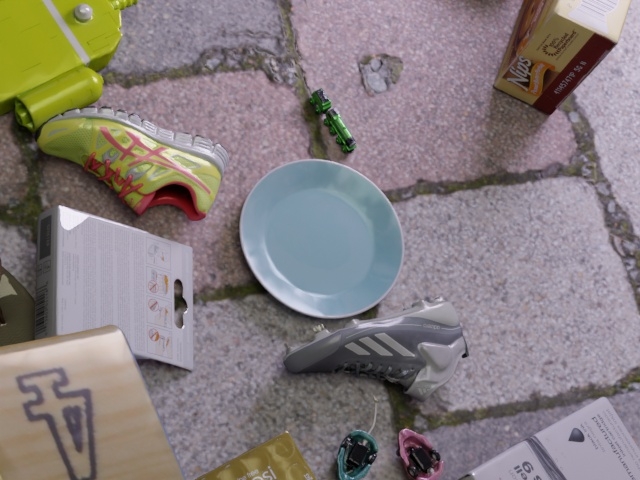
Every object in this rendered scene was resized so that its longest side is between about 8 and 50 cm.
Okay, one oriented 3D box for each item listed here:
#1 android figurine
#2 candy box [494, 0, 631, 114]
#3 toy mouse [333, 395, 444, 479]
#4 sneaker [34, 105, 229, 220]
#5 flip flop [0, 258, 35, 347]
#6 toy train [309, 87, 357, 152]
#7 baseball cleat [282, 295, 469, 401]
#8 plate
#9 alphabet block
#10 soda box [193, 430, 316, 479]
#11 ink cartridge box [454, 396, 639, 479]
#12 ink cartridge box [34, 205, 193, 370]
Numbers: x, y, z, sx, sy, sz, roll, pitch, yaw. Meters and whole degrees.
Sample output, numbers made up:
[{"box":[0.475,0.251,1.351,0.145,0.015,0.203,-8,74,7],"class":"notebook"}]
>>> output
[{"box":[-0.328,-0.236,1.888,0.273,0.056,0.248,-27,78,-24],"class":"android figurine"},{"box":[0.315,-0.327,2.064,0.088,0.183,0.316,26,62,-7],"class":"candy box"},{"box":[0.068,0.234,1.828,0.161,0.031,0.143,-9,71,-22],"class":"toy mouse"},{"box":[-0.200,-0.076,1.846,0.209,0.081,0.094,13,67,-13],"class":"sneaker"},{"box":[-0.371,0.013,1.747,0.112,0.080,0.277,-29,83,-26],"class":"flip flop"},{"box":[0.016,-0.135,1.973,0.017,0.023,0.083,-29,78,-26],"class":"toy train"},{"box":[0.066,0.127,1.852,0.206,0.072,0.109,-17,81,-20],"class":"baseball cleat"},{"box":[0.000,0.000,1.911,0.188,0.024,0.188,7,67,-16],"class":"plate"},{"box":[-0.270,0.210,1.605,0.197,0.192,0.193,-10,68,-46],"class":"alphabet block"},{"box":[-0.098,0.261,1.747,0.181,0.058,0.061,-26,77,-26],"class":"soda box"},{"box":[0.233,0.303,1.738,0.289,0.121,0.211,-18,73,-53],"class":"ink cartridge box"},{"box":[-0.211,0.054,1.800,0.179,0.045,0.145,20,58,-43],"class":"ink cartridge box"}]
